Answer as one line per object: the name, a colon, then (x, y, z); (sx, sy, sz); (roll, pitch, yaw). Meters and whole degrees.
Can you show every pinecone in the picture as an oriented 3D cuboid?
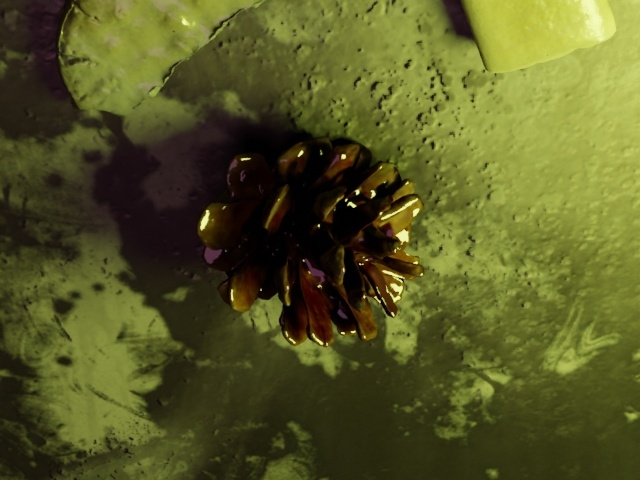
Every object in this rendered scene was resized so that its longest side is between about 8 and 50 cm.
pinecone: (0.002, 0.002, 1.662); (0.229, 0.201, 0.202); (-40, 148, -7)

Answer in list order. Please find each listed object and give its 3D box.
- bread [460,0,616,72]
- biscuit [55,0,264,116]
bread: (0.194, -0.253, 1.552); (0.140, 0.060, 0.178); (-14, 125, 12)
biscuit: (-0.163, -0.227, 1.589); (0.290, 0.038, 0.141); (-35, 118, 23)
